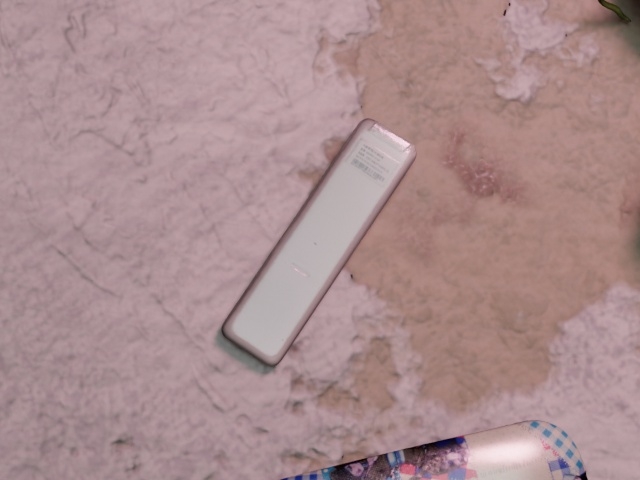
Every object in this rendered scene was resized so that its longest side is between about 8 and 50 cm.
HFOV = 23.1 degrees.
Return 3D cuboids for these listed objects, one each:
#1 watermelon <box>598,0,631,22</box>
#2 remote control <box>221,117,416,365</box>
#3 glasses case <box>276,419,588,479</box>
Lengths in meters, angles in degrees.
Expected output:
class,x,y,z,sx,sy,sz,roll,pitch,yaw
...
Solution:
class,x,y,z,sx,sy,sz,roll,pitch,yaw
watermelon,0.366,-0.269,1.544,0.187,0.141,0.140,-18,81,-4
remote control,0.000,0.000,1.519,0.067,0.029,0.261,33,80,2
glasses case,0.090,0.255,1.447,0.327,0.076,0.125,-13,78,-7
